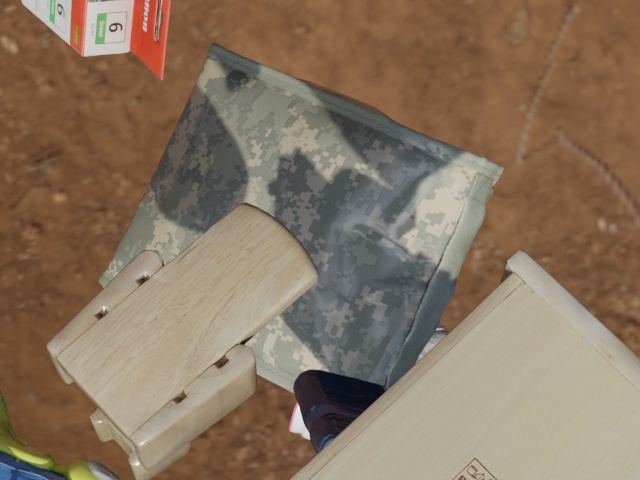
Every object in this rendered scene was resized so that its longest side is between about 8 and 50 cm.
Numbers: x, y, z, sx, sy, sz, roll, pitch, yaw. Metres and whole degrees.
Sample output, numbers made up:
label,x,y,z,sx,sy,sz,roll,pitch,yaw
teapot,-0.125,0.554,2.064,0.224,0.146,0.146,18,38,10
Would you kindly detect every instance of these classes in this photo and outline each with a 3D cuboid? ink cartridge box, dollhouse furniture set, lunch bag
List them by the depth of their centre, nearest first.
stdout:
label,x,y,z,sx,sy,sz,roll,pitch,yaw
ink cartridge box,-0.111,-0.126,0.805,0.029,0.115,0.063,-9,122,-31
dollhouse furniture set,0.037,0.136,0.887,0.198,0.303,0.286,-41,74,-15
lunch bag,0.000,0.000,1.343,0.169,0.287,0.235,22,95,-53

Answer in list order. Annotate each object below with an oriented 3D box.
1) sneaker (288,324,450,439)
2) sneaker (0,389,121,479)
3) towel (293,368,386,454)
label,x,y,z,sx,sy,sz,roll,pitch,yaw
sneaker,0.084,0.191,1.968,0.252,0.103,0.111,-31,61,-32
sneaker,-0.191,0.145,0.876,0.126,0.240,0.091,-10,128,-54
towel,0.021,0.116,0.986,0.067,0.119,0.029,17,105,-15
